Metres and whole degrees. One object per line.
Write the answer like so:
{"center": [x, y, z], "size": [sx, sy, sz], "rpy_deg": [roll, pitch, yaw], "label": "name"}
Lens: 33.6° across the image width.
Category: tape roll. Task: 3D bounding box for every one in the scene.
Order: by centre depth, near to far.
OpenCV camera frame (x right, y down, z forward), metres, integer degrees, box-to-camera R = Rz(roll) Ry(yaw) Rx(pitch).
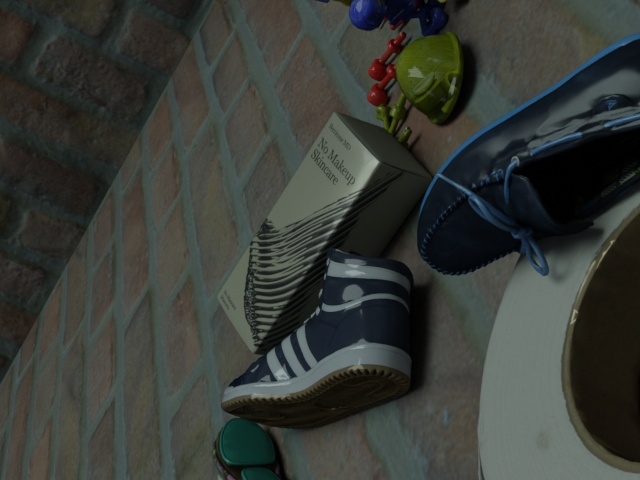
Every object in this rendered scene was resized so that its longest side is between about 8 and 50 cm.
{"center": [0.245, 0.058, 0.670], "size": [0.392, 0.072, 0.392], "rpy_deg": [-50, 26, 35], "label": "tape roll"}

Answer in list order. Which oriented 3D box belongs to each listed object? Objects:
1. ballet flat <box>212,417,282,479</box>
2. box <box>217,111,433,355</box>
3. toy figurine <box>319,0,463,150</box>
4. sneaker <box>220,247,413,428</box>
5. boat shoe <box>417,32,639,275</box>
{"center": [-0.077, 0.275, 1.180], "size": [0.221, 0.076, 0.079], "rpy_deg": [-139, 56, -67], "label": "ballet flat"}
{"center": [0.000, 0.000, 1.212], "size": [0.275, 0.094, 0.113], "rpy_deg": [-58, 46, 20], "label": "box"}
{"center": [0.040, -0.282, 1.287], "size": [0.191, 0.217, 0.363], "rpy_deg": [-46, 28, 38], "label": "toy figurine"}
{"center": [-0.001, 0.105, 1.131], "size": [0.282, 0.099, 0.153], "rpy_deg": [-25, 49, 48], "label": "sneaker"}
{"center": [0.155, -0.045, 0.754], "size": [0.258, 0.109, 0.089], "rpy_deg": [-48, 30, 41], "label": "boat shoe"}
